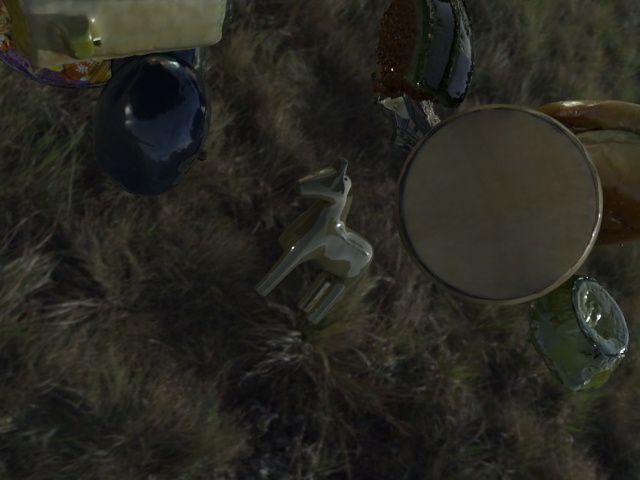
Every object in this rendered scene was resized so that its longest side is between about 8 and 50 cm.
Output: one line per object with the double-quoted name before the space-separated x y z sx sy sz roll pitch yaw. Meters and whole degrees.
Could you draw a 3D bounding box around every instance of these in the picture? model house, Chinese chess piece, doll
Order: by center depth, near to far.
"model house" -0.207 -0.255 0.651 0.194 0.174 0.234 -15 64 -30
"doll" -0.193 -0.177 0.846 0.154 0.228 0.258 10 53 -27
"Chinese chess piece" 0.223 -0.045 0.880 0.257 0.257 0.104 67 13 4

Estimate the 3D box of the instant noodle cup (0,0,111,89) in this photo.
"instant noodle cup" -0.466 -0.495 1.284 0.340 0.340 0.265 13 44 -36

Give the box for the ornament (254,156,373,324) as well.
"ornament" 0.000 0.000 1.073 0.230 0.245 0.061 33 11 -46

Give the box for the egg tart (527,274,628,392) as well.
"egg tart" 0.377 0.121 1.003 0.197 0.078 0.197 21 52 -30

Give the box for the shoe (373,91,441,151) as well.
"shoe" 0.164 -0.198 1.229 0.180 0.092 0.089 61 27 -27

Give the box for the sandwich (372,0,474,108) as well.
"sandwich" 0.131 -0.288 0.949 0.079 0.159 0.234 22 70 -40

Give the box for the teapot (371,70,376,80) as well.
"teapot" 0.176 -0.433 1.713 0.110 0.043 0.043 -46 103 -21

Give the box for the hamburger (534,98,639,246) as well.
"hamburger" 0.433 -0.090 1.053 0.315 0.290 0.170 10 74 -7
